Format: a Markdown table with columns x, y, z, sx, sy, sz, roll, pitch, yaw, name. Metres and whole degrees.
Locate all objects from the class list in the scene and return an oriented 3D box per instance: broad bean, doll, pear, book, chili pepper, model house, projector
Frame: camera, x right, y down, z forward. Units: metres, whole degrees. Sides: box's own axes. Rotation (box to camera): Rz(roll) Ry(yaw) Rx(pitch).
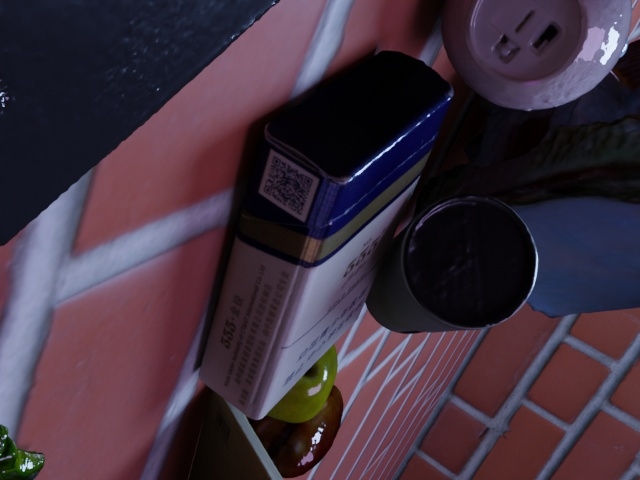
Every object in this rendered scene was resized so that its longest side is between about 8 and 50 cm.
| x | y | z | sx | sy | sz | roll | pitch | yaw | name |
| --- | --- | --- | --- | --- | --- | --- | --- | --- | --- |
| -0.023 | 0.211 | 0.970 | 0.114 | 0.084 | 0.165 | -41 | 171 | 5 | broad bean |
| 0.196 | -0.201 | 0.731 | 0.287 | 0.151 | 0.151 | -42 | 160 | -59 | doll |
| -0.030 | 0.120 | 0.777 | 0.092 | 0.092 | 0.097 | -46 | 177 | -31 | pear |
| -0.069 | 0.240 | 0.755 | 0.013 | 0.168 | 0.192 | -15 | 142 | -32 | book |
| -0.174 | 0.119 | 0.471 | 0.027 | 0.022 | 0.083 | -18 | 154 | -9 | chili pepper |
| 0.331 | -0.129 | 0.958 | 0.360 | 0.297 | 0.339 | -17 | -129 | 54 | model house |
| 0.104 | 0.033 | 0.805 | 0.108 | 0.108 | 0.337 | -54 | 178 | -7 | projector |

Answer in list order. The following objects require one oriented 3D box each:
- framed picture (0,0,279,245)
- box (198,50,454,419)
| x | y | z | sx | sy | sz | roll | pitch | yaw | name |
| --- | --- | --- | --- | --- | --- | --- | --- | --- | --- |
| -0.037 | -0.167 | 0.330 | 0.324 | 0.013 | 0.244 | -49 | 162 | -26 | framed picture |
| 0.000 | 0.000 | 0.645 | 0.168 | 0.071 | 0.259 | -40 | 157 | -45 | box |
